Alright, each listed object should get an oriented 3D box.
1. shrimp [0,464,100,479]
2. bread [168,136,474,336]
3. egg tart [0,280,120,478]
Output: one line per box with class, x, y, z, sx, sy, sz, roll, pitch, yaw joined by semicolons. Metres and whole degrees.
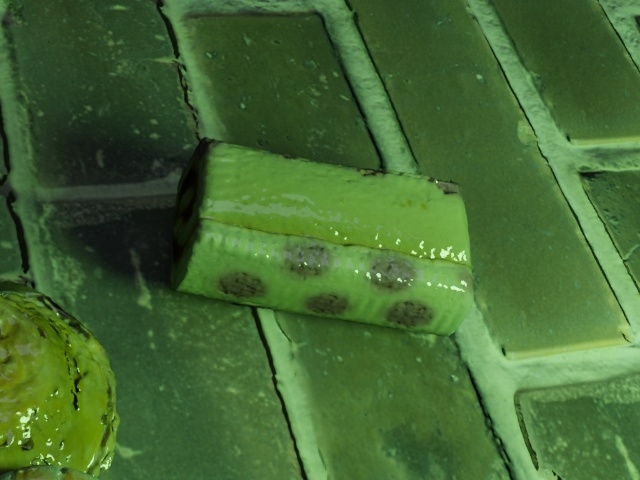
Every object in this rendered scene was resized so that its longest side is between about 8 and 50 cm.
shrimp;-0.210;0.304;1.053;0.254;0.059;0.145;35;82;-23
bread;0.000;0.000;1.327;0.339;0.155;0.187;10;59;-14
egg tart;-0.358;0.153;1.105;0.342;0.132;0.341;10;50;-12
